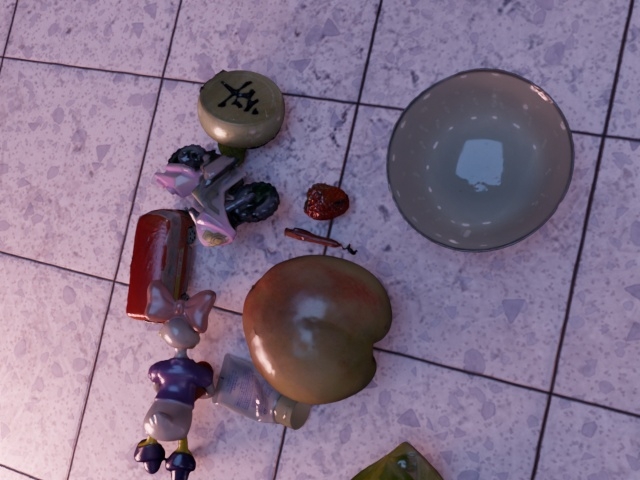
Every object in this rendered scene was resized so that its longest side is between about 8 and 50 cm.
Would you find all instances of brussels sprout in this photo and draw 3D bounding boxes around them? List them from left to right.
[{"bbox_3d":[0.132,0.514,1.286,0.210,0.219,0.271,32,75,3],"label":"brussels sprout"}]

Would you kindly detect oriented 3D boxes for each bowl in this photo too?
[{"bbox_3d":[0.304,-0.137,1.329,0.338,0.157,0.336,-2,83,20],"label":"bowl"}]

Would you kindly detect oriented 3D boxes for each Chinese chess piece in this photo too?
[{"bbox_3d":[-0.170,-0.286,1.511,0.189,0.083,0.188,3,53,-4],"label":"Chinese chess piece"}]

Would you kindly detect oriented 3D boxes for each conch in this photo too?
[{"bbox_3d":[-0.193,-0.221,1.572,0.089,0.074,0.121,24,111,52],"label":"conch"}]

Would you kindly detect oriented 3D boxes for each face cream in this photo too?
[{"bbox_3d":[-0.130,0.325,1.484,0.224,0.070,0.114,15,88,33],"label":"face cream"}]

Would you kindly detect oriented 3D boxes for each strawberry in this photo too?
[{"bbox_3d":[0.013,-0.081,1.466,0.097,0.083,0.083,12,88,20],"label":"strawberry"}]

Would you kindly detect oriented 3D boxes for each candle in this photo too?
[{"bbox_3d":[0.000,-0.001,1.491,0.168,0.021,0.026,15,89,21],"label":"candle"}]

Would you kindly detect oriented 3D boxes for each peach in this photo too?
[{"bbox_3d":[-0.012,0.165,1.354,0.293,0.247,0.292,1,100,4],"label":"peach"}]

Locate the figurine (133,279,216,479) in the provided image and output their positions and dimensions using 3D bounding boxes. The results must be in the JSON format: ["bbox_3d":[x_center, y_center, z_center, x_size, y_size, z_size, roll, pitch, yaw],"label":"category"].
[{"bbox_3d":[-0.307,0.297,1.460,0.154,0.193,0.420,9,89,6],"label":"figurine"}]

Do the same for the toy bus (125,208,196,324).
[{"bbox_3d":[-0.354,0.054,1.555,0.121,0.120,0.264,4,84,21],"label":"toy bus"}]

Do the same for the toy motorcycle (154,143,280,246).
[{"bbox_3d":[-0.244,-0.097,1.507,0.327,0.143,0.188,30,70,33],"label":"toy motorcycle"}]
